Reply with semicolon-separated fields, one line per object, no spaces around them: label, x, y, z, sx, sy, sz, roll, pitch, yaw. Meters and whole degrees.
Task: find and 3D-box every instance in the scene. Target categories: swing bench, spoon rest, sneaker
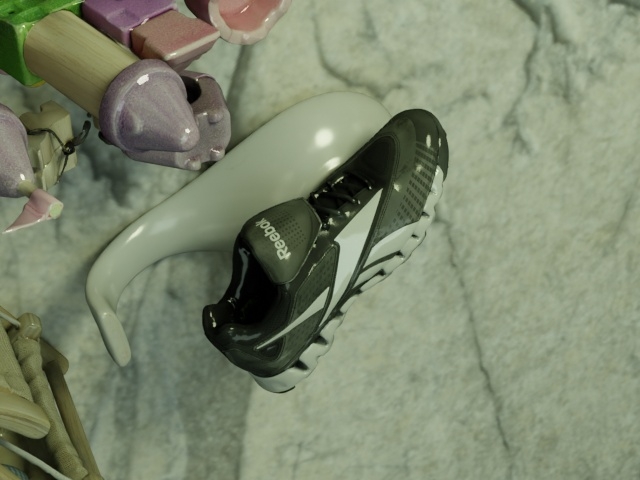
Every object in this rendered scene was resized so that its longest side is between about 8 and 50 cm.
swing bench;-0.258;0.108;1.268;0.165;0.253;0.255;-26;132;-5
spoon rest;-0.057;-0.015;1.396;0.276;0.084;0.137;-31;134;-18
sneaker;0.000;0.000;1.334;0.106;0.078;0.234;27;103;-48

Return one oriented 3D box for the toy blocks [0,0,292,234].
toy blocks;-0.135;-0.104;1.113;0.288;0.260;0.309;-30;135;-31
